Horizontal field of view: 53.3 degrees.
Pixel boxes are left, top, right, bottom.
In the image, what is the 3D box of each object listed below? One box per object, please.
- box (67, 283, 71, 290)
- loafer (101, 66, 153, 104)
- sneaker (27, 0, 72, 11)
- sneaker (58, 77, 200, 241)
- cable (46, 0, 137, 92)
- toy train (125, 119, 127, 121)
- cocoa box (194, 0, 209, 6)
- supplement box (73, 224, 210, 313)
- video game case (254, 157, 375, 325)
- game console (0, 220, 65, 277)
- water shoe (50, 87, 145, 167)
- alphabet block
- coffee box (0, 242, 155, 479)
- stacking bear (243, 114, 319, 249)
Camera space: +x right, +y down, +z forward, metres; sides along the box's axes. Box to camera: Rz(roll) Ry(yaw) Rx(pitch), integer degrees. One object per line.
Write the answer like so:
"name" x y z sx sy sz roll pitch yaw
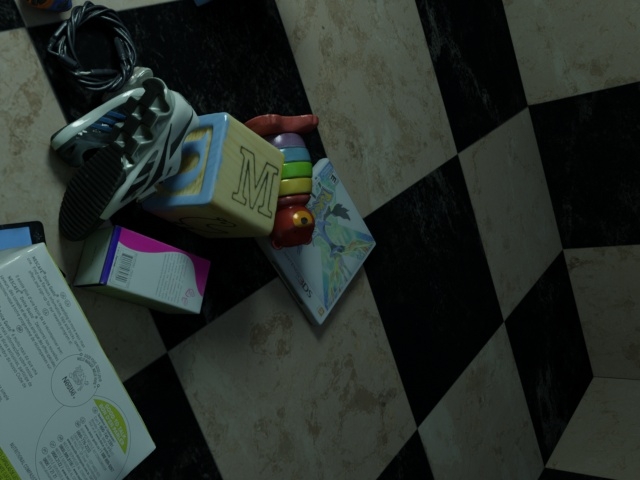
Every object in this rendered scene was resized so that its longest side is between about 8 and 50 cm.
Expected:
"box" -0.480 0.101 1.092 0.083 0.062 0.052 -2 89 -47
"loafer" -0.387 -0.304 1.261 0.125 0.039 0.045 -48 151 -32
"sneaker" -0.479 -0.516 1.150 0.087 0.083 0.221 14 84 -76
"sneaker" -0.335 -0.120 1.159 0.330 0.122 0.146 -50 148 6
"cable" -0.415 -0.368 1.206 0.150 0.047 0.184 37 52 -23
"toy train" -0.369 -0.181 1.256 0.125 0.046 0.166 -30 108 -45
"cocoa box" -0.209 -0.725 1.350 0.228 0.231 0.347 -47 119 -39
"supplement box" -0.335 0.063 1.219 0.220 0.114 0.111 26 66 -42
"video game case" 0.000 0.000 1.650 0.329 0.036 0.300 -53 123 -37
"game console" -0.504 0.023 1.067 0.122 0.071 0.107 -11 94 -48
"water shoe" -0.398 -0.209 1.188 0.203 0.073 0.080 -38 110 -19
"alphabet block" -0.213 -0.124 1.296 0.197 0.192 0.193 29 67 -52
"coffee box" -0.498 0.234 0.854 0.334 0.338 0.338 -40 114 -43
"stacking bear" -0.084 -0.126 1.463 0.175 0.164 0.289 -9 88 -38
